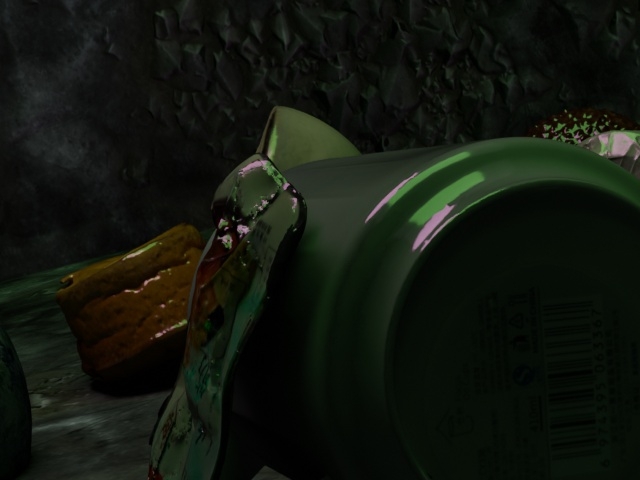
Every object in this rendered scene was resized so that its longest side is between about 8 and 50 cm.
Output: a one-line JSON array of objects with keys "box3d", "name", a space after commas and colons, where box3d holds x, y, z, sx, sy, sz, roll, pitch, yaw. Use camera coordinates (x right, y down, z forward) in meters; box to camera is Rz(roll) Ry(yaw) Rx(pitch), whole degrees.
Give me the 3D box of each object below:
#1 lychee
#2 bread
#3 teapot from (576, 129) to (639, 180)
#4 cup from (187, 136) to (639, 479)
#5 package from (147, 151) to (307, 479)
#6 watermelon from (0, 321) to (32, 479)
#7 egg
[{"box3d": [0.305, -0.058, 1.797, 0.194, 0.195, 0.194, -12, 6, 1], "name": "lychee"}, {"box3d": [-0.192, 0.072, 1.751, 0.195, 0.143, 0.269, -27, 3, -11], "name": "bread"}, {"box3d": [0.360, -0.037, 1.592, 0.221, 0.163, 0.178, -8, 0, 36], "name": "teapot"}, {"box3d": [0.040, 0.088, 0.948, 0.323, 0.237, 0.327, -45, 15, -12], "name": "cup"}, {"box3d": [-0.061, 0.062, 0.897, 0.040, 0.232, 0.166, 15, 16, -17], "name": "package"}, {"box3d": [-0.366, 0.178, 1.446, 0.226, 0.148, 0.318, -32, 24, -11], "name": "watermelon"}, {"box3d": [0.001, -0.004, 1.649, 0.174, 0.264, 0.286, 8, -21, 6], "name": "egg"}]
